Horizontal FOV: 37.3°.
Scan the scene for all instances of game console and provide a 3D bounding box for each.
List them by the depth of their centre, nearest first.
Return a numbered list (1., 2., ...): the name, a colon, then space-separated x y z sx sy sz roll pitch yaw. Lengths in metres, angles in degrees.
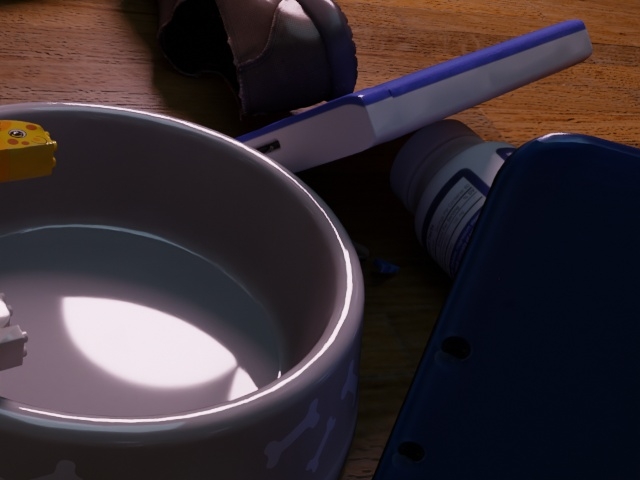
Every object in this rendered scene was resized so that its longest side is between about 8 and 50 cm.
1. game console: 0.175 0.069 0.485 0.173 0.293 0.250 33 38 22

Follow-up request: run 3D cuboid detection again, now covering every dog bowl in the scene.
1. dog bowl: -0.132 0.034 0.574 0.348 0.102 0.349 11 35 -8

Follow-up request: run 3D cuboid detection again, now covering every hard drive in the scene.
1. hard drive: 0.062 -0.112 0.796 0.210 0.040 0.318 -14 9 45

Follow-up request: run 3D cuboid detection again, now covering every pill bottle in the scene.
1. pill bottle: 0.139 -0.011 0.739 0.112 0.112 0.187 -9 43 -32

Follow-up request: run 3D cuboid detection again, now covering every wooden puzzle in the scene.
1. wooden puzzle: 0.000 0.000 0.735 0.116 0.014 0.078 29 11 18

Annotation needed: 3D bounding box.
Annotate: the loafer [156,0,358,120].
1. loafer: -0.110 -0.238 0.926 0.130 0.134 0.366 -26 44 -21

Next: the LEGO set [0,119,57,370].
1. LEGO set: -0.192 -0.034 0.479 0.093 0.087 0.227 -13 46 -35
